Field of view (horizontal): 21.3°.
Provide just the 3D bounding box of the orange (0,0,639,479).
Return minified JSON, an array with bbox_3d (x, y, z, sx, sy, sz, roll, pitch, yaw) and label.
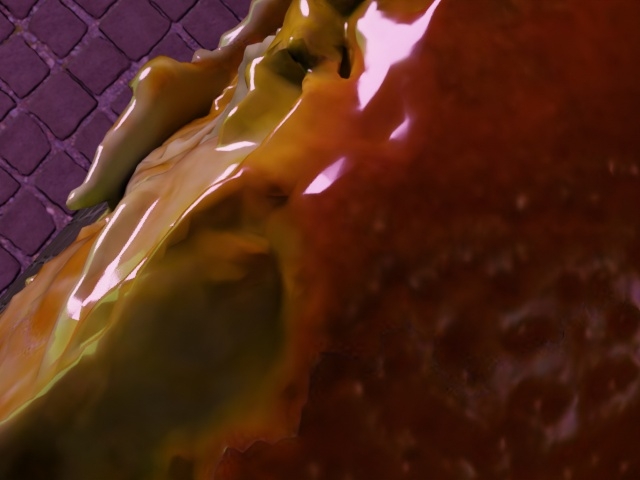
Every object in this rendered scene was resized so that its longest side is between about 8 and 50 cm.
[{"bbox_3d":[0.005,0.008,0.466,0.262,0.196,0.334,-10,40,48],"label":"orange"}]
